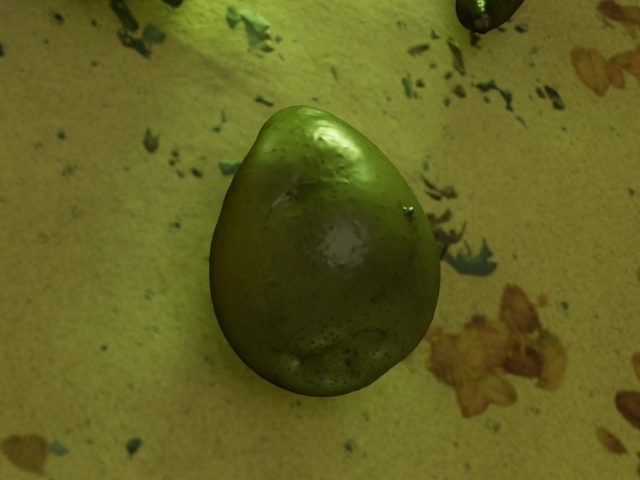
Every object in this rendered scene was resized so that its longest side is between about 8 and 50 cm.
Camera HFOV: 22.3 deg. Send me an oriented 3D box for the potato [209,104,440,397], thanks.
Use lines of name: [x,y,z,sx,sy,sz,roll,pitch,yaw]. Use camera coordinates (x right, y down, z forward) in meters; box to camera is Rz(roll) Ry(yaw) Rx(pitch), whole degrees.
potato: [0.000,0.000,1.100,0.157,0.157,0.194,7,50,-22]

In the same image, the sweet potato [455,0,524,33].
sweet potato: [0.149,-0.250,1.337,0.069,0.059,0.249,10,56,-6]
